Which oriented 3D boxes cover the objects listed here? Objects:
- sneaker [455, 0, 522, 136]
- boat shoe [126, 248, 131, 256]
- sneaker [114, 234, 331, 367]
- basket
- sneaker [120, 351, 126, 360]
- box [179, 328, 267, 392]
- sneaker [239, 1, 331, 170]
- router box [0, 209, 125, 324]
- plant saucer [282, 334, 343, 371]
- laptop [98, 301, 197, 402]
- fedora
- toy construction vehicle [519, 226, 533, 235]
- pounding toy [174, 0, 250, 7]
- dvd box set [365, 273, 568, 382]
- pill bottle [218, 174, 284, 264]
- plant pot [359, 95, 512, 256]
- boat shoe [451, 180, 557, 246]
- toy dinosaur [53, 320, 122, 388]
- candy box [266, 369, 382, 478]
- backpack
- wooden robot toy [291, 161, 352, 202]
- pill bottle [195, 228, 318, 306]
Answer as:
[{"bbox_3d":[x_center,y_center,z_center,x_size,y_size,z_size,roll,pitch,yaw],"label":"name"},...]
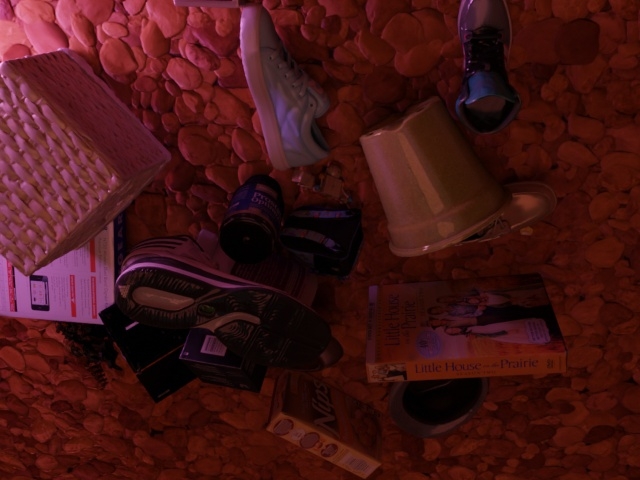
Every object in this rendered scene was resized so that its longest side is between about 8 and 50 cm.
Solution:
[{"bbox_3d":[0.314,-0.326,1.299,0.124,0.178,0.295,-5,122,9],"label":"sneaker"},{"bbox_3d":[-0.432,0.057,1.700,0.125,0.038,0.046,20,122,-7],"label":"boat shoe"},{"bbox_3d":[-0.191,0.095,1.422,0.447,0.257,0.169,22,111,-19],"label":"sneaker"},{"bbox_3d":[-0.552,-0.164,1.379,0.328,0.266,0.331,-41,97,15],"label":"basket"},{"bbox_3d":[-0.443,0.193,1.765,0.086,0.163,0.226,-8,82,33],"label":"sneaker"},{"bbox_3d":[-0.220,0.277,1.594,0.156,0.093,0.158,7,149,17],"label":"box"},{"bbox_3d":[-0.058,-0.312,1.381,0.150,0.135,0.366,-7,133,9],"label":"sneaker"},{"bbox_3d":[-0.620,0.024,1.615,0.301,0.082,0.335,5,106,2],"label":"router box"},{"bbox_3d":[-0.100,0.239,1.607,0.311,0.050,0.310,15,151,8],"label":"plant saucer"},{"bbox_3d":[-0.370,0.230,1.673,0.234,0.136,0.264,-32,91,-16],"label":"laptop"},{"bbox_3d":[0.302,0.369,1.775,0.244,0.124,0.275,28,112,-15],"label":"fedora"},{"bbox_3d":[0.450,-0.062,1.544,0.086,0.035,0.098,1,114,4],"label":"toy construction vehicle"},{"bbox_3d":[-0.230,-0.547,1.270,0.181,0.094,0.206,5,114,8],"label":"pounding toy"},{"bbox_3d":[0.316,0.193,1.557,0.420,0.307,0.062,-4,119,9],"label":"dvd box set"},{"bbox_3d":[-0.145,-0.055,1.493,0.123,0.219,0.122,2,123,4],"label":"pill bottle"},{"bbox_3d":[0.212,-0.145,1.400,0.276,0.276,0.254,-24,105,19],"label":"plant pot"},{"bbox_3d":[0.364,-0.046,1.493,0.302,0.098,0.109,-15,106,25],"label":"boat shoe"},{"bbox_3d":[-0.604,0.250,1.805,0.218,0.164,0.322,6,143,19],"label":"toy dinosaur"},{"bbox_3d":[0.017,0.489,1.845,0.316,0.183,0.087,31,119,-14],"label":"candy box"},{"bbox_3d":[0.000,0.000,1.558,0.173,0.158,0.117,9,142,15],"label":"backpack"},{"bbox_3d":[0.013,-0.140,1.524,0.173,0.076,0.079,18,85,-33],"label":"wooden robot toy"},{"bbox_3d":[-0.172,0.091,1.620,0.301,0.169,0.169,27,121,-12],"label":"pill bottle"}]
